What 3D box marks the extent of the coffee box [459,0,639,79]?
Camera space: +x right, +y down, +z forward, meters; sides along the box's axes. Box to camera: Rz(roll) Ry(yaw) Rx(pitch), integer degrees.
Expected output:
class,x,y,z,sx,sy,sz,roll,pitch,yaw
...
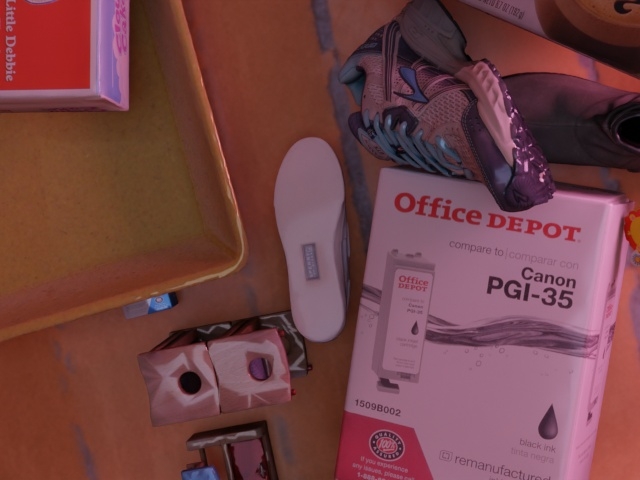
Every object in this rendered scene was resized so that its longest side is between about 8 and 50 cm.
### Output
class,x,y,z,sx,sy,sz,roll,pitch,yaw
coffee box,0.203,-0.243,0.935,0.297,0.119,0.168,29,105,21

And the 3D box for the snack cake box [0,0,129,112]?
class,x,y,z,sx,sy,sz,roll,pitch,yaw
snack cake box,-0.242,-0.243,0.989,0.152,0.089,0.265,0,88,7

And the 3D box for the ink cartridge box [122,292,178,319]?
class,x,y,z,sx,sy,sz,roll,pitch,yaw
ink cartridge box,-0.170,0.028,1.113,0.048,0.028,0.083,-14,94,7

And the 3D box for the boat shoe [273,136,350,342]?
class,x,y,z,sx,sy,sz,roll,pitch,yaw
boat shoe,0.000,0.000,1.073,0.066,0.063,0.184,-10,86,7

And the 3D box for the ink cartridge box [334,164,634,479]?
class,x,y,z,sx,sy,sz,roll,pitch,yaw
ink cartridge box,0.139,0.084,1.018,0.207,0.117,0.283,10,97,23

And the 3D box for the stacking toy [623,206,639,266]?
class,x,y,z,sx,sy,sz,roll,pitch,yaw
stacking toy,0.343,0.059,1.005,0.167,0.052,0.221,-20,101,-36

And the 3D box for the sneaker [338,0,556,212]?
class,x,y,z,sx,sy,sz,roll,pitch,yaw
sneaker,0.095,-0.092,0.964,0.122,0.283,0.110,-32,125,5

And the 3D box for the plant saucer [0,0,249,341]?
class,x,y,z,sx,sy,sz,roll,pitch,yaw
plant saucer,-0.252,-0.089,1.069,0.332,0.081,0.333,-16,86,8

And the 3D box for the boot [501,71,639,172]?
class,x,y,z,sx,sy,sz,roll,pitch,yaw
boot,0.243,-0.099,0.988,0.246,0.161,0.084,6,96,6

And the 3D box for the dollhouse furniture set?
class,x,y,z,sx,sy,sz,roll,pitch,yaw
dollhouse furniture set,-0.069,0.170,1.065,0.128,0.129,0.184,-11,93,7
